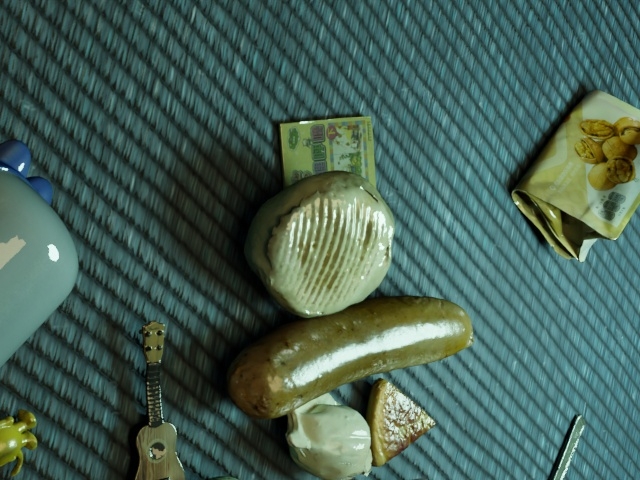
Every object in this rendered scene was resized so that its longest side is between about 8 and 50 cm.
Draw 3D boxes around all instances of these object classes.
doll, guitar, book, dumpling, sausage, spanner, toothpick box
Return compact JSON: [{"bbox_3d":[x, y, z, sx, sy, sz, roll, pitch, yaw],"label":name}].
[{"bbox_3d":[-0.443,0.287,1.234,0.188,0.096,0.145,4,107,-63],"label":"doll"},{"bbox_3d":[-0.242,0.245,1.412,0.083,0.038,0.271,-7,100,-38],"label":"guitar"},{"bbox_3d":[0.015,-0.115,1.611,0.192,0.013,0.168,-10,99,-37],"label":"book"},{"bbox_3d":[0.013,0.311,1.579,0.199,0.118,0.136,29,50,-44],"label":"dumpling"},{"bbox_3d":[0.061,0.167,1.590,0.500,0.123,0.136,-12,69,-39],"label":"sausage"},{"bbox_3d":[0.473,0.504,2.007,0.093,0.026,0.325,40,67,-32],"label":"spanner"},{"bbox_3d":[-0.437,0.043,1.117,0.355,0.263,0.263,-50,120,-26],"label":"toothpick box"}]

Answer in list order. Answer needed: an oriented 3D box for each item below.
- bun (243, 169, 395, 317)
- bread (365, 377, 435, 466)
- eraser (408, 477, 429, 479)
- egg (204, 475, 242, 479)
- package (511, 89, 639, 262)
[{"bbox_3d":[0.000,0.000,1.516,0.239,0.141,0.239,-12,120,-23],"label":"bun"},{"bbox_3d":[0.118,0.328,1.695,0.154,0.054,0.136,37,69,-28],"label":"bread"},{"bbox_3d":[0.169,0.620,1.626,0.122,0.272,0.359,-11,101,4],"label":"eraser"},{"bbox_3d":[-0.137,0.426,1.451,0.132,0.132,0.172,-43,130,-28],"label":"egg"},{"bbox_3d":[0.543,-0.117,1.963,0.311,0.221,0.165,-51,161,-26],"label":"package"}]
